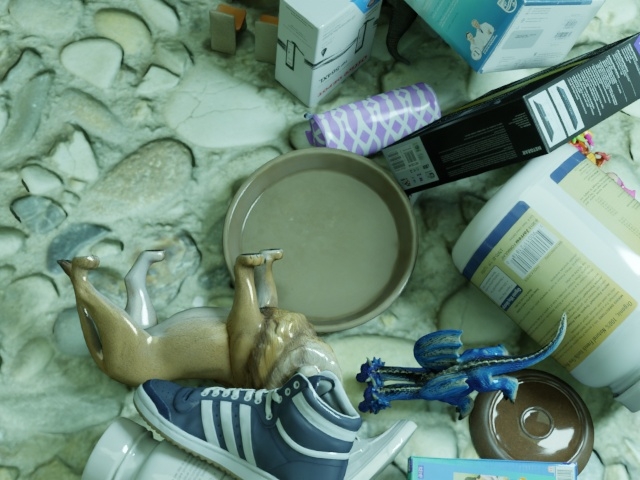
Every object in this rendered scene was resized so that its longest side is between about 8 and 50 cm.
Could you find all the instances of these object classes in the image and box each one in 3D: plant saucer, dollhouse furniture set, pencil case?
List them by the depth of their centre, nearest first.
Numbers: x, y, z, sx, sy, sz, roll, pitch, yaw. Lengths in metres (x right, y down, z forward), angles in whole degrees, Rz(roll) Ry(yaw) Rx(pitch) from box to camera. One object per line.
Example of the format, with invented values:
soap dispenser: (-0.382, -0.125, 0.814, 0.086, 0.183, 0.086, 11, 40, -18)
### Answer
plant saucer: (0.285, 0.246, 1.300, 0.168, 0.029, 0.168, 1, 63, -1)
plant saucer: (0.000, 0.000, 1.388, 0.278, 0.041, 0.278, 0, 71, 0)
pencil case: (0.081, -0.177, 1.481, 0.206, 0.088, 0.086, -17, 102, -11)
dollhouse furniture set: (-0.135, -0.449, 1.577, 0.259, 0.135, 0.262, 14, 63, 4)

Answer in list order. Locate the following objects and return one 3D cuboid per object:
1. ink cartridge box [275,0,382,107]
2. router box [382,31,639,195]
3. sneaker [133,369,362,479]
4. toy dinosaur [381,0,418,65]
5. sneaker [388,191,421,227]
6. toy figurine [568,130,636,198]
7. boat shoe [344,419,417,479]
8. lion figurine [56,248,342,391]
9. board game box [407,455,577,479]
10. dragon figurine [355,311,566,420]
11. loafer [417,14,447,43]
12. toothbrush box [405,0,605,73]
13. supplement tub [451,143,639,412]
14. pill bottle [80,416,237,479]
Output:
ink cartridge box: (0.012, -0.320, 1.481, 0.086, 0.203, 0.148, 42, 69, 15)
router box: (0.268, -0.168, 1.337, 0.243, 0.309, 0.081, -30, 98, -29)
sneaker: (-0.081, 0.195, 1.148, 0.282, 0.099, 0.153, 27, 98, 21)
toy dinosaur: (0.108, -0.440, 1.589, 0.160, 0.121, 0.313, -19, 72, -32)
sneaker: (0.123, -0.062, 1.443, 0.040, 0.044, 0.109, 24, 65, 8)
toy figurine: (0.398, -0.095, 1.455, 0.159, 0.130, 0.173, 43, 43, 3)
boat shoe: (0.043, 0.285, 1.253, 0.184, 0.066, 0.063, -41, 72, -11)
lion figurine: (-0.162, 0.134, 1.282, 0.392, 0.142, 0.240, 1, 95, 13)
board game box: (0.213, 0.353, 1.215, 0.210, 0.047, 0.160, 3, 74, -2)
dragon figurine: (0.171, 0.165, 1.240, 0.144, 0.289, 0.085, 17, 58, -38)
loafer: (0.278, -0.430, 1.614, 0.111, 0.112, 0.319, 39, 65, -2)
toothbrush box: (0.222, -0.382, 1.396, 0.216, 0.126, 0.295, -13, 55, -44)
supplement tub: (0.357, 0.048, 1.287, 0.228, 0.228, 0.316, -41, 77, -21)
pill bottle: (-0.166, 0.310, 1.185, 0.229, 0.131, 0.131, 25, 64, 9)
